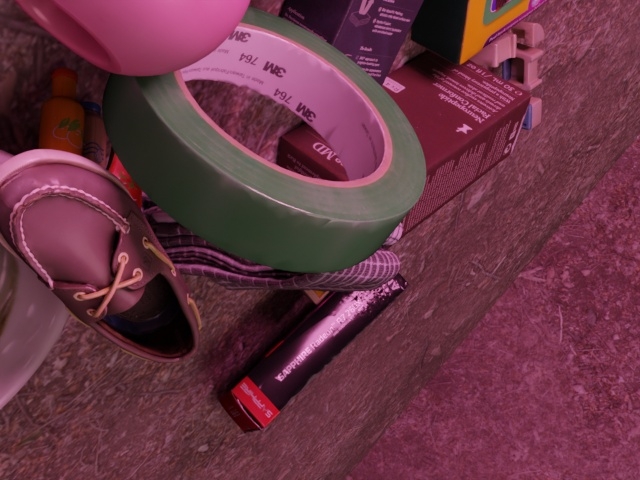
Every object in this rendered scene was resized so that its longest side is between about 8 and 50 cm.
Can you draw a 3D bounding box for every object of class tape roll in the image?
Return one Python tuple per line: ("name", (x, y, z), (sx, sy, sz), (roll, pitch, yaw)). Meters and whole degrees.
("tape roll", (-0.049, -0.113, 0.775), (0.321, 0.321, 0.077), (-20, 154, -49))

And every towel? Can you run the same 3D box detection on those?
("towel", (-0.065, 0.006, 0.967), (0.235, 0.284, 0.121), (6, 85, -63))

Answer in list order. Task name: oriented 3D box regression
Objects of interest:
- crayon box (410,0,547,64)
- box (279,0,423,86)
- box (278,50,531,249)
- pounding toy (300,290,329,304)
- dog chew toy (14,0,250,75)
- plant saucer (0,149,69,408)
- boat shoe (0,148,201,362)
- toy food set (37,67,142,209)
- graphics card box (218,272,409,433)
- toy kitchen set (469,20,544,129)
("crayon box", (0.292, -0.479, 1.125), (0.363, 0.106, 0.313), (-39, 149, -26))
("box", (0.032, -0.270, 0.980), (0.156, 0.093, 0.158), (-12, 135, -54))
("box", (0.132, -0.147, 1.206), (0.381, 0.191, 0.143), (-37, 151, -31))
("pounding toy", (0.005, -0.009, 1.286), (0.181, 0.094, 0.206), (-48, 155, -7))
("dog chew toy", (-0.103, -0.294, 0.610), (0.332, 0.206, 0.206), (-55, 156, -10))
("plant saucer", (-0.407, 0.066, 0.683), (0.400, 0.100, 0.400), (-40, 153, -25))
("boat shoe", (-0.199, 0.031, 0.743), (0.116, 0.097, 0.324), (-36, 152, -7))
("toy food set", (-0.176, -0.089, 0.802), (0.232, 0.104, 0.111), (9, 158, -30))
("graphics card box", (-0.018, 0.192, 1.431), (0.371, 0.094, 0.233), (-41, 176, -19))
("toy kitchen set", (0.318, -0.296, 1.449), (0.166, 0.122, 0.207), (-32, 129, -35))
